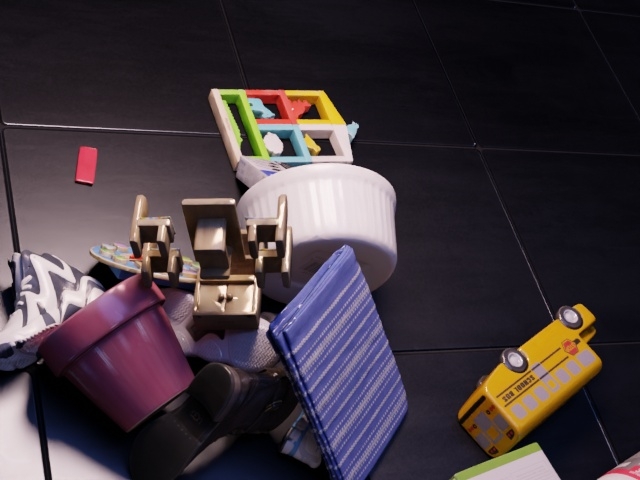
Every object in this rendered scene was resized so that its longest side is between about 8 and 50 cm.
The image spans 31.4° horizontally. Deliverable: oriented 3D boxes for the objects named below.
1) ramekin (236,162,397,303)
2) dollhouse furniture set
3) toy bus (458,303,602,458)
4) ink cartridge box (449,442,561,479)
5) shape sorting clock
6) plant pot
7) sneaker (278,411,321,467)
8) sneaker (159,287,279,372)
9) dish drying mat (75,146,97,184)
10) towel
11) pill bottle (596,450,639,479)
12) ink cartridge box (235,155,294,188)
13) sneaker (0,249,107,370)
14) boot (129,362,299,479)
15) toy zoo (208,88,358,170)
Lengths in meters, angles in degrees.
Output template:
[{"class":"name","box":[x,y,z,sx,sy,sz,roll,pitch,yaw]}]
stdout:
[{"class":"ramekin","box":[0.000,0.000,1.923,0.277,0.277,0.135,5,57,-22]},{"class":"dollhouse furniture set","box":[-0.146,0.000,1.678,0.212,0.242,0.161,0,54,4]},{"class":"toy bus","box":[0.384,0.239,2.008,0.333,0.108,0.130,-29,69,-40]},{"class":"ink cartridge box","box":[0.322,0.471,1.793,0.189,0.097,0.255,-12,60,-33]},{"class":"shape sorting clock","box":[-0.271,0.035,1.844,0.206,0.040,0.206,15,10,-3]},{"class":"plant pot","box":[-0.289,0.177,1.695,0.201,0.201,0.180,-33,85,-41]},{"class":"sneaker","box":[0.009,0.287,1.827,0.083,0.071,0.190,37,54,-2]},{"class":"sneaker","box":[-0.158,0.148,1.838,0.268,0.101,0.153,17,2,26]},{"class":"dish drying mat","box":[-0.414,-0.132,2.013,0.032,0.008,0.083,11,50,-16]},{"class":"towel","box":[0.035,0.205,1.778,0.040,0.336,0.243,-1,32,35]},{"class":"pill bottle","box":[0.602,0.421,1.912,0.318,0.176,0.176,-20,63,-37]},{"class":"ink cartridge box","box":[-0.073,-0.103,2.044,0.097,0.046,0.207,8,14,-25]},{"class":"sneaker","box":[-0.455,0.093,1.745,0.153,0.094,0.235,40,47,13]},{"class":"boot","box":[-0.139,0.278,1.707,0.091,0.263,0.229,51,17,26]},{"class":"toy zoo","box":[-0.058,-0.219,2.240,0.293,0.030,0.192,-3,54,-28]}]
